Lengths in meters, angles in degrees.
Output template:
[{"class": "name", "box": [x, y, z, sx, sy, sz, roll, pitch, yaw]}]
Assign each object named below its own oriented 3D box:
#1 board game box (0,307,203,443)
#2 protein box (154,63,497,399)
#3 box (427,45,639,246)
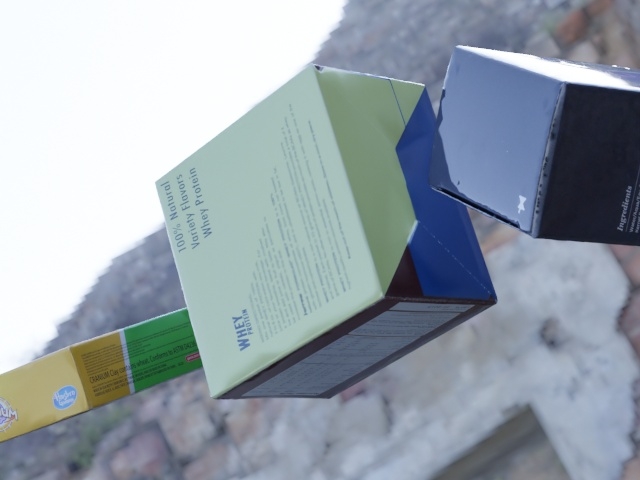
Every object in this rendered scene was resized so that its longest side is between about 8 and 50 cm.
[{"class": "board game box", "box": [-0.271, 0.153, 1.743, 0.317, 0.064, 0.242, -22, -3, 35]}, {"class": "protein box", "box": [0.000, 0.000, 1.361, 0.136, 0.199, 0.201, 5, -29, -45]}, {"class": "box", "box": [0.205, -0.064, 1.200, 0.207, 0.153, 0.108, 4, -77, -27]}]
